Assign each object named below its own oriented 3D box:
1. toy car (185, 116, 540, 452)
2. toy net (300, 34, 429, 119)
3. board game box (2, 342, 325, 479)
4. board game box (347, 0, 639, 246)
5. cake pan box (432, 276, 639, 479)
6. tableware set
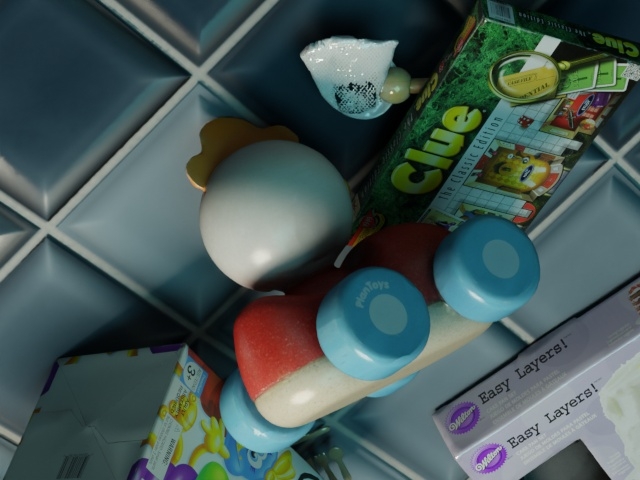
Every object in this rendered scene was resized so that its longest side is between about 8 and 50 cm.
[{"bbox_3d":[0.000,0.000,1.245,0.210,0.238,0.219,-24,170,-32],"label":"toy car"},{"bbox_3d":[0.072,-0.100,1.291,0.232,0.045,0.122,25,133,-29],"label":"toy net"},{"bbox_3d":[-0.102,0.221,1.348,0.144,0.142,0.275,-9,137,36],"label":"board game box"},{"bbox_3d":[0.124,-0.069,1.272,0.136,0.030,0.260,15,137,-16],"label":"board game box"},{"bbox_3d":[0.263,0.176,1.529,0.267,0.070,0.246,-34,125,5],"label":"cake pan box"},{"bbox_3d":[-0.042,0.171,1.444,0.104,0.024,0.154,-23,129,4],"label":"tableware set"}]
